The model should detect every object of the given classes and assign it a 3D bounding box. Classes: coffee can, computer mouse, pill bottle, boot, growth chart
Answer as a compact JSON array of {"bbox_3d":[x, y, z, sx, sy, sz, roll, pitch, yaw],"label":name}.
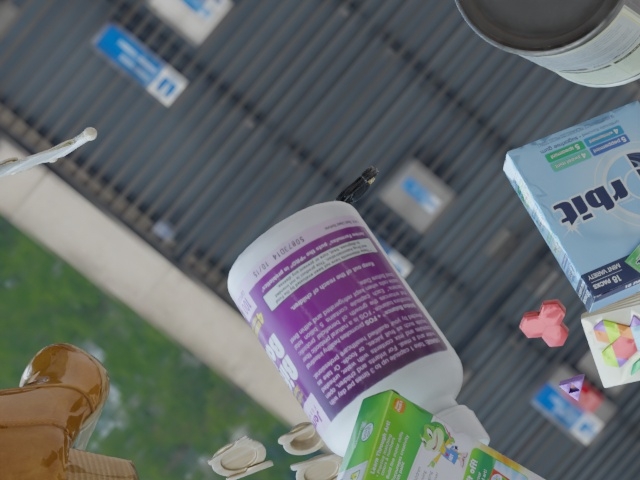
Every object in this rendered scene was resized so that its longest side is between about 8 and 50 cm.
[{"bbox_3d":[0.284,-0.286,1.887,0.201,0.201,0.275,42,-166,20],"label":"coffee can"},{"bbox_3d":[0.000,0.000,2.241,0.041,0.242,0.071,42,-174,7],"label":"computer mouse"},{"bbox_3d":[0.044,0.122,1.777,0.301,0.169,0.169,56,-171,19],"label":"pill bottle"},{"bbox_3d":[-0.286,0.150,1.447,0.211,0.104,0.295,15,-164,-28],"label":"boot"},{"bbox_3d":[-0.380,-0.085,2.002,0.172,0.237,0.021,-18,93,51],"label":"growth chart"}]

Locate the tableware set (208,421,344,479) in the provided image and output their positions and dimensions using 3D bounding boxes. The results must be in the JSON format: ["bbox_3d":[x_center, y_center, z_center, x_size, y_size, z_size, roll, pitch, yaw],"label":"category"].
[{"bbox_3d":[-0.044,0.265,1.973,0.168,0.141,0.020,63,-176,-48],"label":"tableware set"}]

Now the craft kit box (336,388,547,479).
[{"bbox_3d":[0.113,0.306,1.591,0.246,0.250,0.061,34,150,-24],"label":"craft kit box"}]

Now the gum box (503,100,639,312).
[{"bbox_3d":[0.299,-0.037,1.725,0.041,0.157,0.184,92,153,-61],"label":"gum box"}]

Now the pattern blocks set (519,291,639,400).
[{"bbox_3d":[0.519,0.155,2.736,0.285,0.325,0.026,54,-158,-14],"label":"pattern blocks set"}]
